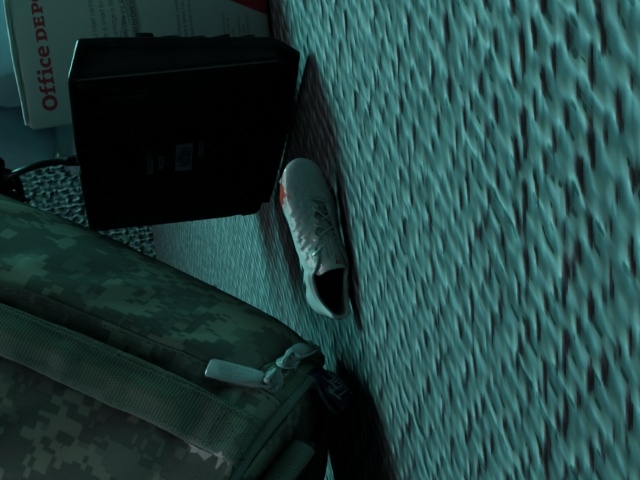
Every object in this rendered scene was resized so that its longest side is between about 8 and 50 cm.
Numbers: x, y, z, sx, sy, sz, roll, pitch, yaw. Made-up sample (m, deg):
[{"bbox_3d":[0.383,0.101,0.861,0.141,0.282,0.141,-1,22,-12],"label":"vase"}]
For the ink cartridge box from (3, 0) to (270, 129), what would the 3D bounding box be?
[{"bbox_3d":[-0.109,-0.135,1.111,0.063,0.150,0.109,-111,15,-60],"label":"ink cartridge box"}]

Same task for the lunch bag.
[{"bbox_3d":[-0.143,0.098,1.035,0.256,0.305,0.213,87,-152,-67],"label":"lunch bag"}]

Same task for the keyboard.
[{"bbox_3d":[-0.120,-0.057,1.094,0.317,0.201,0.033,109,154,-74],"label":"keyboard"}]

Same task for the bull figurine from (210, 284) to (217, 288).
[{"bbox_3d":[-0.155,0.129,1.388,0.101,0.310,0.188,2,91,44],"label":"bull figurine"}]

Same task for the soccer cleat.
[{"bbox_3d":[0.000,0.000,0.927,0.035,0.029,0.083,-139,37,-66],"label":"soccer cleat"}]

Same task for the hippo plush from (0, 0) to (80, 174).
[{"bbox_3d":[-0.191,-0.190,1.308,0.234,0.294,0.237,143,128,-58],"label":"hippo plush"}]
